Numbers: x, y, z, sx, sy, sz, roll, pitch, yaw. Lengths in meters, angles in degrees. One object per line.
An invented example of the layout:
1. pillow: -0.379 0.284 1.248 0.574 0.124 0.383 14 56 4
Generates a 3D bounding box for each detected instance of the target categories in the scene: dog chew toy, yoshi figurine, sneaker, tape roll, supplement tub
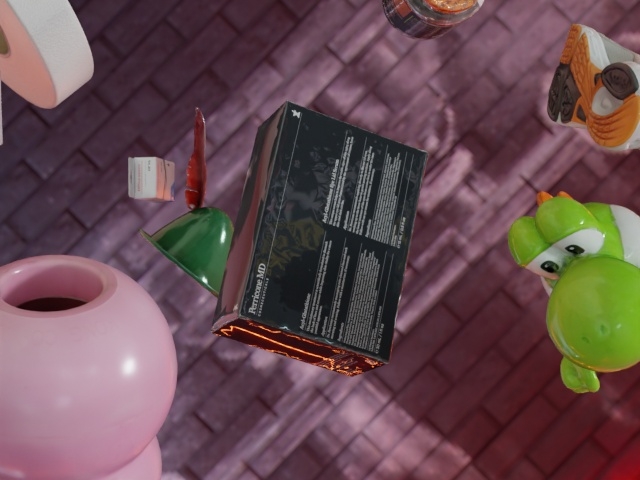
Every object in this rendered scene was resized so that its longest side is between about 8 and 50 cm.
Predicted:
1. dog chew toy: -0.228 0.183 1.215 0.206 0.207 0.332 -45 143 -55
2. yoshi figurine: 0.326 0.080 1.377 0.203 0.362 0.203 32 -83 52
3. sneaker: 0.304 -0.136 1.339 0.262 0.121 0.099 -107 -149 -67
4. tape roll: -0.453 -0.346 1.840 0.072 0.392 0.392 -42 178 -17
5. supplement tub: 0.153 -0.333 1.830 0.117 0.117 0.190 -46 -174 -6

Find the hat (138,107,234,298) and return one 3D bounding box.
1. hat: -0.135 -0.031 1.924 0.183 0.173 0.208 -51 157 -5

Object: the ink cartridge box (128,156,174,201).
1. ink cartridge box: -0.195 -0.071 1.608 0.028 0.048 0.083 -2 177 13

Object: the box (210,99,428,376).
1. box: 0.000 0.000 1.568 0.103 0.184 0.261 -29 -135 61

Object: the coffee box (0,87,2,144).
1. coffee box: -0.546 -0.164 1.625 0.297 0.168 0.119 -19 135 -30
